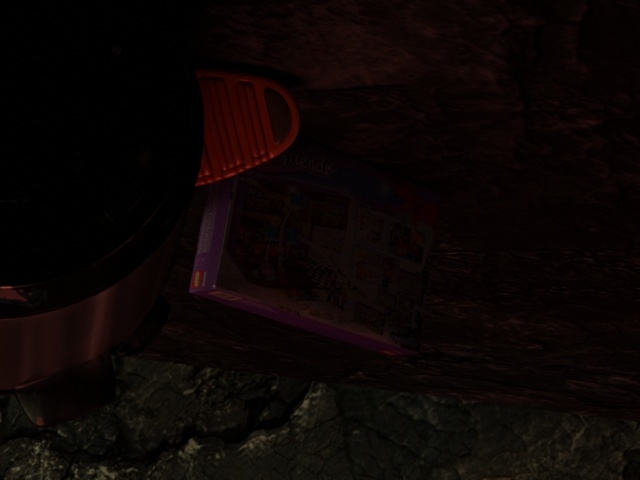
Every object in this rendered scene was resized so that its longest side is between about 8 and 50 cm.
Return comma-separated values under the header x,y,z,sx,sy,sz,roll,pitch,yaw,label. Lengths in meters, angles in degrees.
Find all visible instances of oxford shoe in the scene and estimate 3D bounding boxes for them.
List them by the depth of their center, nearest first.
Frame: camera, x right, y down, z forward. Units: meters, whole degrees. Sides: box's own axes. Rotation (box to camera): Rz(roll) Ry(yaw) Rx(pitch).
x,y,z,sx,sy,sz,roll,pitch,yaw,label
-0.179,-0.128,1.973,0.364,0.130,0.133,-4,-166,22,oxford shoe

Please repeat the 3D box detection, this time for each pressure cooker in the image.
x,y,z,sx,sy,sz,roll,pitch,yaw,label
-0.299,-0.046,1.726,0.375,0.370,0.420,22,160,-2,pressure cooker

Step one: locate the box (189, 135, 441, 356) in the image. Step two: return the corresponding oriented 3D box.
x,y,z,sx,sy,sz,roll,pitch,yaw,label
0.000,0.000,2.105,0.293,0.201,0.057,20,162,-33,box
